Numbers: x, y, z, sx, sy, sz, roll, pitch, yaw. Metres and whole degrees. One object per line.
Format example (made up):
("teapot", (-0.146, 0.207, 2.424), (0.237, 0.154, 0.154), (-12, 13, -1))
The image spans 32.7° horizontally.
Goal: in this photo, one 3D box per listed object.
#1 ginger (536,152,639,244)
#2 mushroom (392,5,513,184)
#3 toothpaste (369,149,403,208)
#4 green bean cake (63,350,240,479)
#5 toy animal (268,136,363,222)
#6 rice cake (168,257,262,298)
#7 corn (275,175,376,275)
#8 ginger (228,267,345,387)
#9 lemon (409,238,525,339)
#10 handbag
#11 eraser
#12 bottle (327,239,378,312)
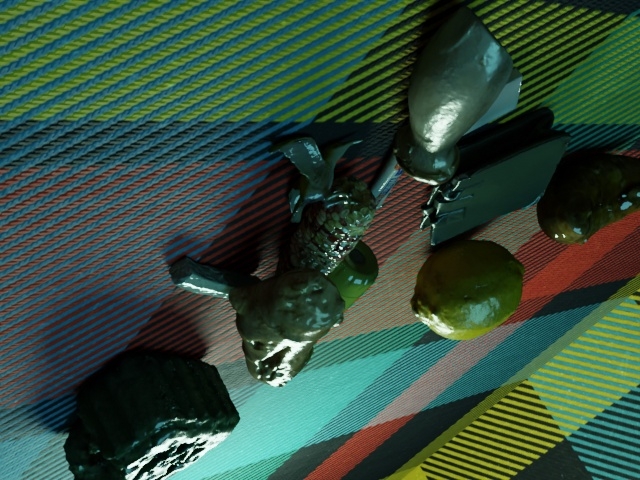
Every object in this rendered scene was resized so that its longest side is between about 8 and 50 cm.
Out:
("ginger", (0.558, -0.098, 2.232), (0.321, 0.172, 0.165), (-25, 121, -29))
("mushroom", (0.184, -0.205, 1.537), (0.128, 0.128, 0.350), (-22, 155, -22))
("toothpaste", (0.111, -0.104, 1.791), (0.052, 0.033, 0.218), (-14, 157, -24))
("green bean cake", (-0.338, 0.352, 1.998), (0.308, 0.169, 0.300), (-36, 158, 16))
("toy animal", (0.008, -0.089, 1.599), (0.155, 0.095, 0.219), (-22, 158, -10))
("rice cake", (-0.165, 0.068, 1.780), (0.045, 0.042, 0.245), (-36, 158, 17))
("corn", (0.000, 0.000, 1.779), (0.098, 0.098, 0.290), (-15, 157, -35))
("ginger", (-0.066, 0.146, 1.825), (0.190, 0.126, 0.354), (10, 148, -4))
("lemon", (0.303, 0.101, 2.245), (0.260, 0.204, 0.204), (-20, 156, -18))
("handbag", (0.306, -0.110, 1.964), (0.260, 0.079, 0.247), (-23, 156, -19))
("eraser", (0.251, -0.212, 1.746), (0.150, 0.023, 0.104), (-27, 158, -8))
("bottle", (-0.009, 0.103, 1.964), (0.112, 0.112, 0.260), (-6, 147, -47))
